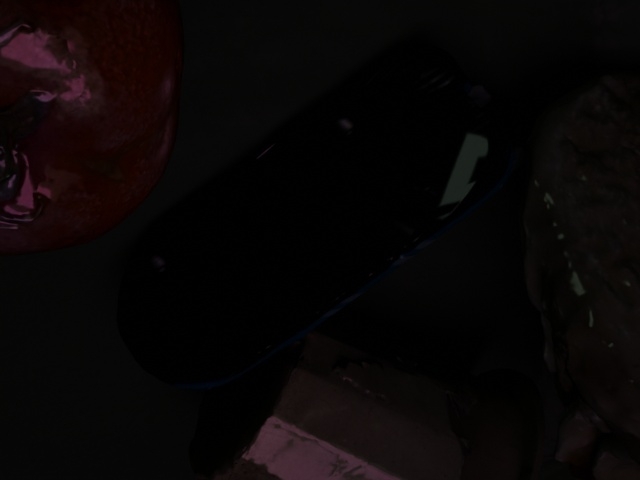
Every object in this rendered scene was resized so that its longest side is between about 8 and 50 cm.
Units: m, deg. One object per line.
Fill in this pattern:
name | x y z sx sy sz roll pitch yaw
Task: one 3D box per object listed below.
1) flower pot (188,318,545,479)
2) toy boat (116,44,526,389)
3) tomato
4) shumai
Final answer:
flower pot | 0.029 0.147 1.067 0.203 0.212 0.212 32 113 -19
toy boat | 0.000 0.000 0.999 0.299 0.134 0.092 -35 152 14
tomato | -0.188 -0.110 0.823 0.232 0.188 0.232 -3 127 -4
shumai | 0.233 0.065 1.036 0.304 0.309 0.263 32 143 2
